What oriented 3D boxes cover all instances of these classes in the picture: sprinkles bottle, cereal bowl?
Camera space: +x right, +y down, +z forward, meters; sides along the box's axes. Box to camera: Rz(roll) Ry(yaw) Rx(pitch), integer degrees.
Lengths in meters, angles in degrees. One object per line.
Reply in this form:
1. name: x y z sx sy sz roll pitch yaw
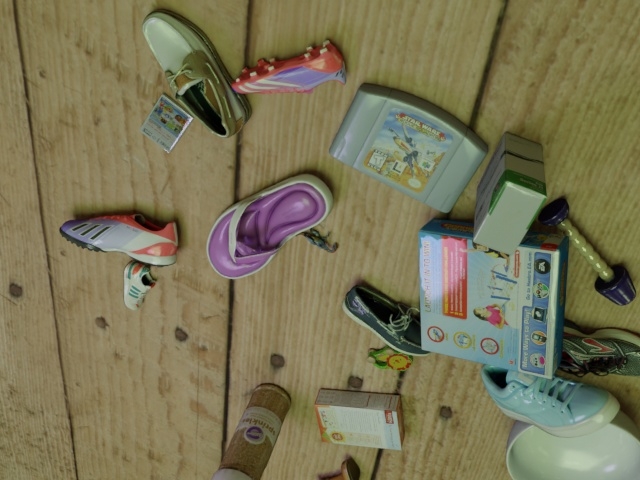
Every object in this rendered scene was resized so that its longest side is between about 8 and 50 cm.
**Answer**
1. sprinkles bottle: -0.186 0.553 1.959 0.121 0.355 0.121 9 126 12
2. cereal bowl: 0.637 0.510 1.808 0.339 0.141 0.339 9 126 12

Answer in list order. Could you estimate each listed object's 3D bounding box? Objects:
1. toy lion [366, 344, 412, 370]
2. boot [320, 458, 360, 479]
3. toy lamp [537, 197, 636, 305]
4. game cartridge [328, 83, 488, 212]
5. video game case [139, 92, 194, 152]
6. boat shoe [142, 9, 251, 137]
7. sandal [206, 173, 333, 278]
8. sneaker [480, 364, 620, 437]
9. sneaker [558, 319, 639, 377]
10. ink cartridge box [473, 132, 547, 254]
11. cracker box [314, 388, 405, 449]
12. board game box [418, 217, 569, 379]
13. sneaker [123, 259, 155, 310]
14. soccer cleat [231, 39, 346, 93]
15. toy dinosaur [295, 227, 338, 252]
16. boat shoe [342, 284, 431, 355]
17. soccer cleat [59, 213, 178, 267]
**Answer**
1. toy lion: 0.184 0.309 1.882 0.100 0.034 0.096 -29 119 31
2. boot: 0.046 0.735 2.193 0.152 0.073 0.197 -2 120 24
3. toy lamp: 0.572 0.032 1.541 0.274 0.080 0.080 46 124 -12
4. game cartridge: 0.185 -0.198 1.518 0.297 0.062 0.198 26 131 -1
5. video game case: -0.353 -0.268 1.663 0.087 0.011 0.122 38 126 -9
6. boat shoe: -0.266 -0.348 1.523 0.113 0.103 0.302 -32 109 32
7. sandal: -0.148 -0.024 1.703 0.169 0.102 0.416 47 127 -8
8. sneaker: 0.501 0.348 1.665 0.150 0.135 0.366 47 155 -17
9. sneaker: 0.619 0.269 1.666 0.299 0.112 0.120 10 126 10
10. ink cartridge box: 0.372 -0.096 1.433 0.087 0.208 0.153 20 128 0
11. cracker box: 0.111 0.495 2.008 0.232 0.067 0.155 2 125 17
12. board game box: 0.372 0.122 1.582 0.302 0.086 0.308 10 117 30
13. sneaker: -0.484 0.130 1.948 0.075 0.057 0.161 16 124 13
14. soccer cleat: -0.067 -0.332 1.490 0.248 0.083 0.095 -13 123 22
15. toy dinosaur: 0.000 0.000 1.733 0.082 0.047 0.090 47 158 -26
16. boat shoe: 0.176 0.191 1.766 0.254 0.095 0.079 34 138 4
17. soccer cleat: -0.508 -0.023 1.837 0.318 0.108 0.116 14 104 12
